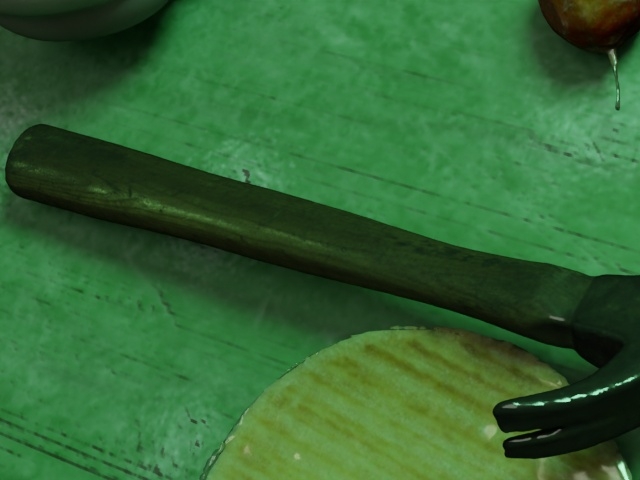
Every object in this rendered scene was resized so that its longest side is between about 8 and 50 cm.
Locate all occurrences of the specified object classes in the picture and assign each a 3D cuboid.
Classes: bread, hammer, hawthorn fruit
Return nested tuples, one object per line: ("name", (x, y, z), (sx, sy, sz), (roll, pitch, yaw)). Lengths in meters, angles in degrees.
("bread", (0.044, 0.174, 0.798), (0.267, 0.040, 0.267), (-6, 74, 23))
("hammer", (0.000, 0.000, 0.842), (0.440, 0.044, 0.168), (16, 50, 32))
("hawthorn fruit", (0.153, -0.119, 0.819), (0.067, 0.067, 0.103), (-18, 82, 18))

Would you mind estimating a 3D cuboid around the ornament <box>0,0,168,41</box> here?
("ornament", (-0.143, -0.208, 0.906), (0.178, 0.177, 0.177), (-6, 74, 22))
